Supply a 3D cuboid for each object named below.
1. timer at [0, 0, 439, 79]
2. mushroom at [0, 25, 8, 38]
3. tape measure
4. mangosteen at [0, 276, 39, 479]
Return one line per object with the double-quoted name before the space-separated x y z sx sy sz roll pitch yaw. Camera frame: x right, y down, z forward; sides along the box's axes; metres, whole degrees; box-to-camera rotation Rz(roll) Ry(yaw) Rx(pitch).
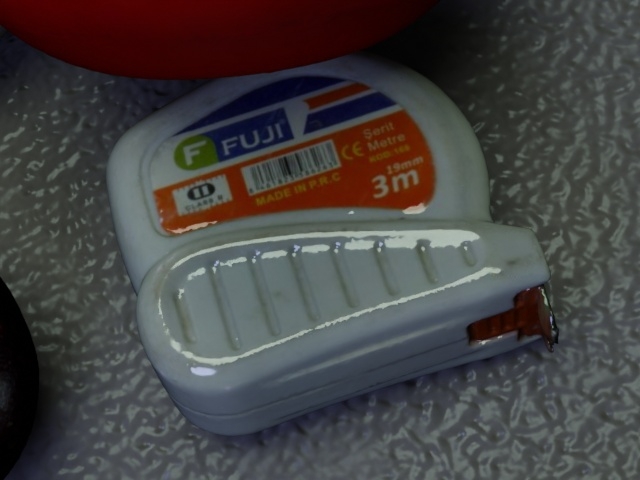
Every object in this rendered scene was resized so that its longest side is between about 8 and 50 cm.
"timer" -0.066 -0.252 1.043 0.378 0.378 0.279 -3 110 10
"mushroom" -0.346 -0.266 1.181 0.292 0.290 0.292 -5 70 14
"tape measure" 0.000 0.000 1.091 0.258 0.130 0.265 -19 60 0
"mangosteen" -0.312 0.092 1.085 0.265 0.228 0.228 -7 58 54
